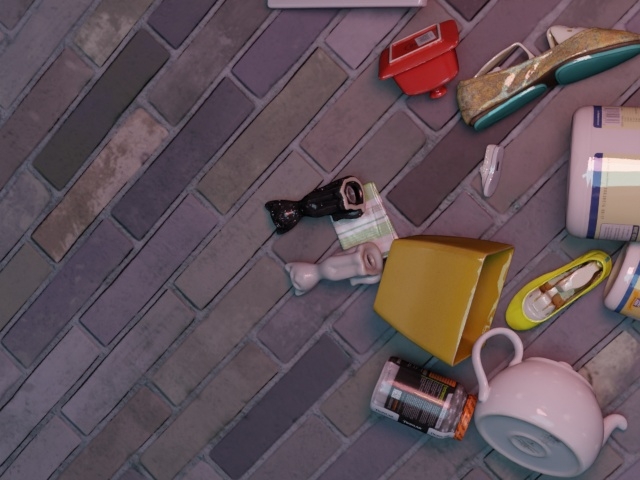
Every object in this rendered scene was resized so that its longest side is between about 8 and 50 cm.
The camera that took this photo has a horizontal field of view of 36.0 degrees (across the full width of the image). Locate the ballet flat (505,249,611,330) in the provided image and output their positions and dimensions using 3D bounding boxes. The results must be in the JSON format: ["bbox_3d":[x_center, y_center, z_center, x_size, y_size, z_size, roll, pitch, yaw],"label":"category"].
[{"bbox_3d":[0.442,0.095,1.849,0.231,0.077,0.077,-36,87,16],"label":"ballet flat"}]

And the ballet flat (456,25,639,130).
[{"bbox_3d":[0.405,-0.321,1.787,0.348,0.123,0.123,-25,91,15],"label":"ballet flat"}]

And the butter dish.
[{"bbox_3d":[0.198,-0.318,1.829,0.159,0.160,0.118,-23,115,16],"label":"butter dish"}]

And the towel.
[{"bbox_3d":[0.084,-0.026,1.945,0.113,0.023,0.152,-23,92,15],"label":"towel"}]

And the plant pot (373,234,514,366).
[{"bbox_3d":[0.222,0.089,1.846,0.187,0.212,0.212,19,102,23],"label":"plant pot"}]

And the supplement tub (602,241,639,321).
[{"bbox_3d":[0.626,0.091,1.770,0.199,0.144,0.144,22,102,9],"label":"supplement tub"}]

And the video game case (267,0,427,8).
[{"bbox_3d":[0.050,-0.583,1.826,0.329,0.036,0.300,7,100,29],"label":"video game case"}]

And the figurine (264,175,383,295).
[{"bbox_3d":[0.000,0.000,1.933,0.209,0.092,0.215,-14,94,33],"label":"figurine"}]

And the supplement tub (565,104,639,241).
[{"bbox_3d":[0.594,-0.112,1.702,0.324,0.235,0.236,4,99,13],"label":"supplement tub"}]

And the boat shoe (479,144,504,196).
[{"bbox_3d":[0.320,-0.134,1.872,0.035,0.035,0.100,20,108,38],"label":"boat shoe"}]

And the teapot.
[{"bbox_3d":[0.416,0.302,1.830,0.252,0.256,0.187,13,58,32],"label":"teapot"}]

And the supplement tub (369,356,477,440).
[{"bbox_3d":[0.201,0.311,1.917,0.190,0.117,0.117,22,102,10],"label":"supplement tub"}]
